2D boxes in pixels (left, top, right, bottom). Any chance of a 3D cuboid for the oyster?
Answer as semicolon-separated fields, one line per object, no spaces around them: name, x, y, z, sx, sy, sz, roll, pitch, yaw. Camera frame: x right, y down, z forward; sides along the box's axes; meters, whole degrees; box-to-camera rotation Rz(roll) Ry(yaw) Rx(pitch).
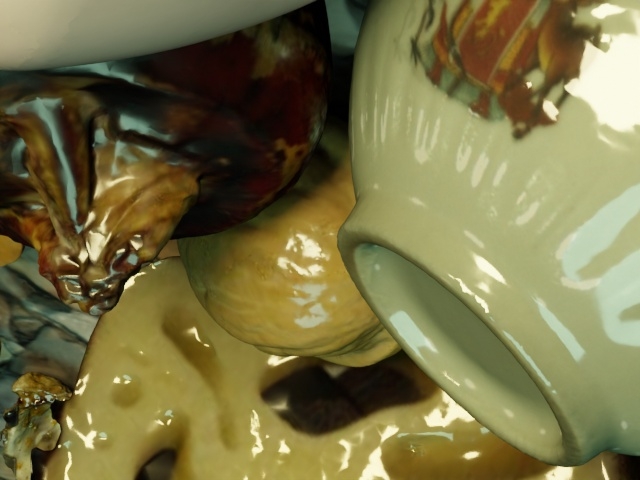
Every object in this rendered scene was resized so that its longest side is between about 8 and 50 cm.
oyster;-0.184;0.144;1.287;0.103;0.051;0.148;-12;140;3

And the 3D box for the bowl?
bowl;0.112;-0.004;0.785;0.337;0.157;0.337;43;166;13

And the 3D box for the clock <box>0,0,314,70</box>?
clock;-0.020;-0.202;0.592;0.326;0.342;0.184;-37;84;43

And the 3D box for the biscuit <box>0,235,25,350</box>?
biscuit;-0.286;-0.023;1.105;0.216;0.047;0.339;10;142;2

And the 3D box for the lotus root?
lotus root;-0.005;0.168;1.052;0.390;0.375;0.111;-37;165;9

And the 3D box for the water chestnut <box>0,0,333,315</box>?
water chestnut;-0.102;-0.081;0.835;0.224;0.238;0.223;0;146;0

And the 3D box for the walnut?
walnut;0.000;0.000;0.961;0.167;0.166;0.149;1;115;15
